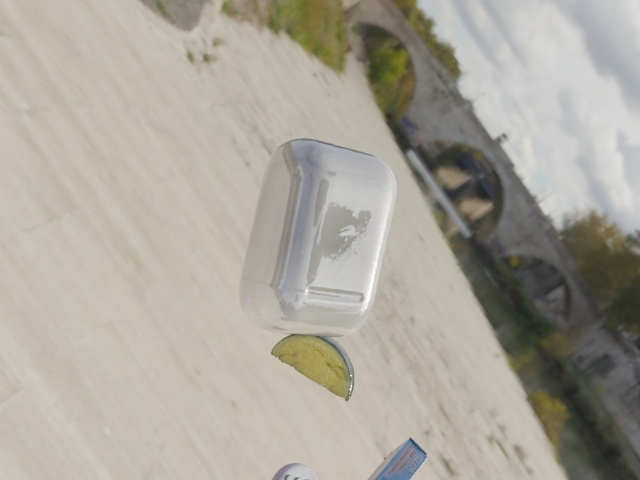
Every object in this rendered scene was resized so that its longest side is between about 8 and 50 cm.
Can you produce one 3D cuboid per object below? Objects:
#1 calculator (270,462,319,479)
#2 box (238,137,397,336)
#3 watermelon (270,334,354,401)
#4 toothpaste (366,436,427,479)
[{"bbox_3d":[-0.066,0.605,2.062,0.186,0.041,0.298,26,67,-44],"label":"calculator"},{"bbox_3d":[-0.001,0.000,1.829,0.289,0.348,0.141,9,4,-44],"label":"box"},{"bbox_3d":[0.003,0.227,2.004,0.182,0.092,0.075,28,16,12],"label":"watermelon"},{"bbox_3d":[0.093,0.439,1.742,0.053,0.066,0.272,46,39,6],"label":"toothpaste"}]
